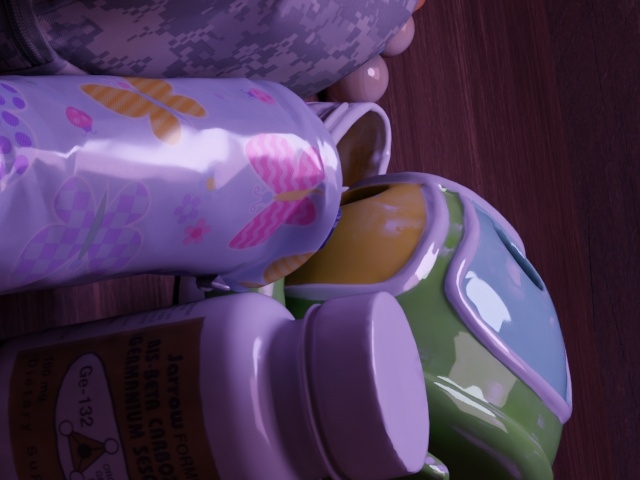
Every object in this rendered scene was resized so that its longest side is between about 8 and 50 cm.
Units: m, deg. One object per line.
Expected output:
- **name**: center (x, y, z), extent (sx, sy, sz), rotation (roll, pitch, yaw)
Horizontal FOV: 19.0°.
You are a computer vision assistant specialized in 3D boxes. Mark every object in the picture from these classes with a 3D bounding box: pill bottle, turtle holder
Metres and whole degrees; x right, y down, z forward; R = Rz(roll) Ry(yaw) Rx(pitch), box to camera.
- **pill bottle**: center (-0.063, 0.098, 1.071), extent (0.131, 0.229, 0.131), rotation (-11, 90, -73)
- **turtle holder**: center (0.023, 0.069, 1.268), extent (0.320, 0.243, 0.227), rotation (27, 63, -18)

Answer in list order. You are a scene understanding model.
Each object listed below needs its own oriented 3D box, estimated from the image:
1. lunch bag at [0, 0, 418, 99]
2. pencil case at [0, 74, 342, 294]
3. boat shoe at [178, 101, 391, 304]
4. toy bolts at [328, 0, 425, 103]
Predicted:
- **lunch bag**: center (-0.092, -0.179, 1.103), extent (0.305, 0.256, 0.212), rotation (29, 52, -70)
- **pencil case**: center (-0.116, -0.027, 1.010), extent (0.273, 0.124, 0.113), rotation (-2, 40, -47)
- **boat shoe**: center (0.003, 0.006, 1.472), extent (0.367, 0.156, 0.136), rotation (-71, 146, -54)
- **toy bolts**: center (0.079, -0.229, 1.855), extent (0.228, 0.218, 0.158), rotation (-43, 129, -50)
